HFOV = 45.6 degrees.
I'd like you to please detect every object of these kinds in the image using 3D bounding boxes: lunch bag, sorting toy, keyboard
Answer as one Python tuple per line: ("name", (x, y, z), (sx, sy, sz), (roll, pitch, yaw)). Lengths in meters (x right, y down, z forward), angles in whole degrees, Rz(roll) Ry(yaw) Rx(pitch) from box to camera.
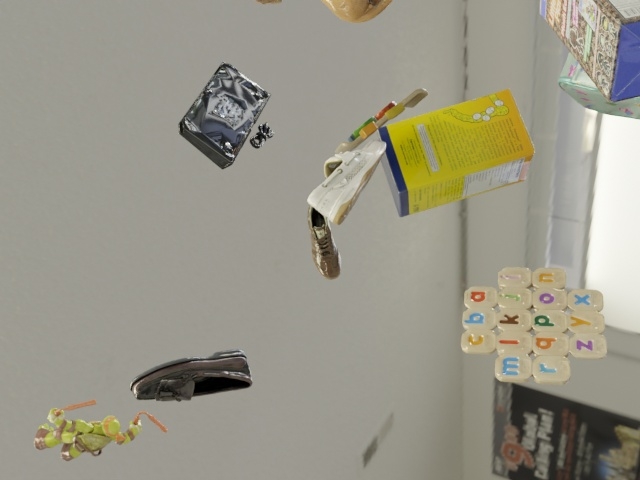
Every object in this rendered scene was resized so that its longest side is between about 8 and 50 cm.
("lunch bag", (0.743, -0.366, 1.861), (0.224, 0.279, 0.108), (22, -86, -47))
("sorting toy", (0.137, -0.280, 1.746), (0.229, 0.041, 0.307), (-36, 3, -2))
("keyboard", (-0.110, -0.154, 0.973), (0.023, 0.108, 0.180), (-44, 17, 38))

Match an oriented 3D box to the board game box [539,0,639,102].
("board game box", (0.513, -0.377, 1.208), (0.291, 0.232, 0.141), (-102, 0, -45))

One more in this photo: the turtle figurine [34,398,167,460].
("turtle figurine", (-0.471, 0.405, 1.578), (0.269, 0.217, 0.087), (24, -129, -47))

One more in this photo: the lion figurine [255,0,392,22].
("lion figurine", (0.013, -0.531, 1.522), (0.142, 0.392, 0.240), (4, -60, -55))

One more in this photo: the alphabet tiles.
("alphabet tiles", (0.430, 0.167, 1.547), (0.021, 0.278, 0.284), (74, -158, -45))

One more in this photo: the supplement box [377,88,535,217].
("supplement box", (0.347, -0.224, 1.994), (0.194, 0.357, 0.195), (70, -176, -71))

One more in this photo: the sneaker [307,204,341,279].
("sneaker", (0.000, 0.000, 1.803), (0.071, 0.066, 0.188), (54, -160, -70))

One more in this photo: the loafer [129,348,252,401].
("loafer", (-0.303, 0.340, 1.841), (0.303, 0.095, 0.109), (-10, -36, -32))

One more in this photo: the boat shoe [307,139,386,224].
("boat shoe", (0.055, -0.142, 1.551), (0.277, 0.096, 0.098), (-55, -8, -50))
